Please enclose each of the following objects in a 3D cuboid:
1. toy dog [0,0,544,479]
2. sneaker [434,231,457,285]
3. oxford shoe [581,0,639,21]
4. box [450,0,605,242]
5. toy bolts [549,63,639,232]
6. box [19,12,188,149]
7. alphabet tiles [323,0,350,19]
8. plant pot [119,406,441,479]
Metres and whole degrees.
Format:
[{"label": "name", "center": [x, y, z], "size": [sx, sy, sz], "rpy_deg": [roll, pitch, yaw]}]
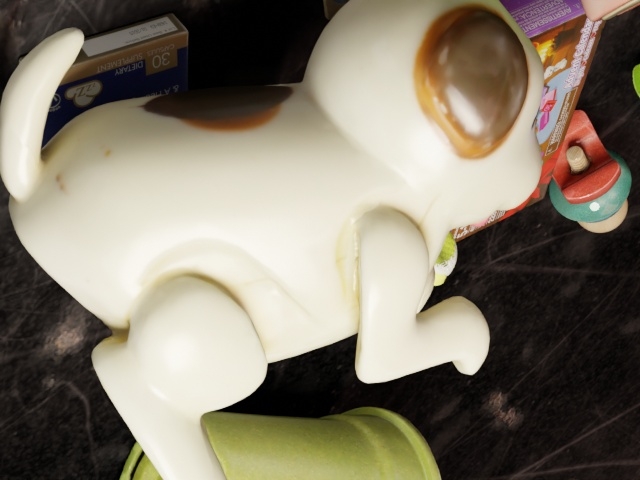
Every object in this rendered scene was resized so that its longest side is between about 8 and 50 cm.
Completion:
[{"label": "toy dog", "center": [-0.012, -0.052, 1.290], "size": [0.408, 0.284, 0.395], "rpy_deg": [-31, 104, 1]}, {"label": "sneaker", "center": [0.000, 0.000, 1.509], "size": [0.240, 0.091, 0.126], "rpy_deg": [26, 139, -15]}, {"label": "oxford shoe", "center": [0.346, -0.328, 1.483], "size": [0.397, 0.146, 0.140], "rpy_deg": [-31, -178, -44]}, {"label": "box", "center": [0.151, -0.108, 1.547], "size": [0.201, 0.057, 0.293], "rpy_deg": [-25, 151, -23]}, {"label": "toy bolts", "center": [0.356, -0.069, 1.714], "size": [0.228, 0.218, 0.158], "rpy_deg": [-26, 150, 9]}, {"label": "box", "center": [-0.175, -0.072, 1.365], "size": [0.136, 0.036, 0.225], "rpy_deg": [-21, 139, -24]}, {"label": "alphabet tiles", "center": [0.077, -0.315, 1.327], "size": [0.198, 0.009, 0.237], "rpy_deg": [-23, 128, -19]}, {"label": "plant pot", "center": [-0.059, 0.282, 1.658], "size": [0.254, 0.276, 0.276], "rpy_deg": [17, 115, -36]}]
